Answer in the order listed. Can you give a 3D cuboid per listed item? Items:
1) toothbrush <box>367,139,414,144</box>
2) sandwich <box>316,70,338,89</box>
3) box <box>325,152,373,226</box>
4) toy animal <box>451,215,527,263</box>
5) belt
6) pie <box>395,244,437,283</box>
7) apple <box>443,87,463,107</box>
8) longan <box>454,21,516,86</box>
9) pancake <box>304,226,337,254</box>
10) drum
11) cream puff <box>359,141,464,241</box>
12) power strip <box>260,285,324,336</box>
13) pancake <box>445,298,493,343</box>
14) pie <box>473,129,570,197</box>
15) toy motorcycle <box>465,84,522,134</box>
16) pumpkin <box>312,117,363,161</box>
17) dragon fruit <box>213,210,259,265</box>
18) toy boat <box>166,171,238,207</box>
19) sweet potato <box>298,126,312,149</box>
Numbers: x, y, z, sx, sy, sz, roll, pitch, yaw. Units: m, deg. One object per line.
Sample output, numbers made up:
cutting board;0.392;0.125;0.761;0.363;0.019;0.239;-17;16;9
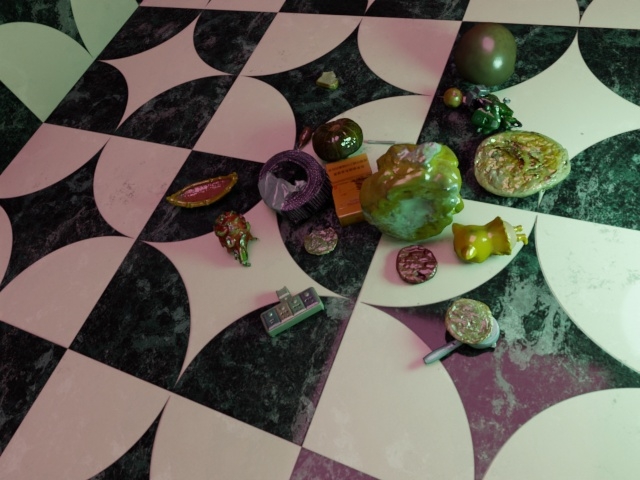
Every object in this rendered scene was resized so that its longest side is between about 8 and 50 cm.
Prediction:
toothbrush;0.290;-0.403;1.964;0.195;0.017;0.014;8;63;19
sandwich;0.044;-0.749;2.224;0.105;0.035;0.093;27;69;26
box;0.130;-0.199;1.850;0.175;0.076;0.273;-16;57;7
toy animal;0.563;-0.005;1.586;0.230;0.156;0.155;-11;58;4
belt;-0.111;-0.224;1.875;0.325;0.122;0.260;37;89;36
pie;0.333;0.084;1.653;0.154;0.038;0.153;-7;56;10
apple;0.550;-0.590;1.972;0.084;0.084;0.071;25;86;26
longan;0.681;-0.755;1.942;0.259;0.258;0.257;-7;59;11
pancake;0.001;0.004;1.793;0.130;0.022;0.116;-10;60;8
drum;0.432;0.297;1.490;0.254;0.049;0.129;-16;58;5
cream puff;0.323;-0.188;1.635;0.379;0.378;0.275;-8;47;10
power strip;-0.109;0.231;1.673;0.216;0.061;0.145;-27;50;-3
pancake;0.462;0.249;1.467;0.152;0.025;0.151;-6;58;10
pie;0.735;-0.286;1.743;0.340;0.077;0.338;-8;56;12
toy motorcycle;0.651;-0.509;1.853;0.187;0.124;0.274;-2;43;-16
pumpkin;0.074;-0.403;1.946;0.219;0.162;0.218;-19;32;12
dragon fruit;-0.318;-0.009;1.832;0.137;0.135;0.235;-37;79;-7
toy boat;-0.485;-0.207;2.004;0.318;0.099;0.140;-18;54;7
sweet potato;-0.069;-0.442;2.064;0.050;0.049;0.117;17;73;23
